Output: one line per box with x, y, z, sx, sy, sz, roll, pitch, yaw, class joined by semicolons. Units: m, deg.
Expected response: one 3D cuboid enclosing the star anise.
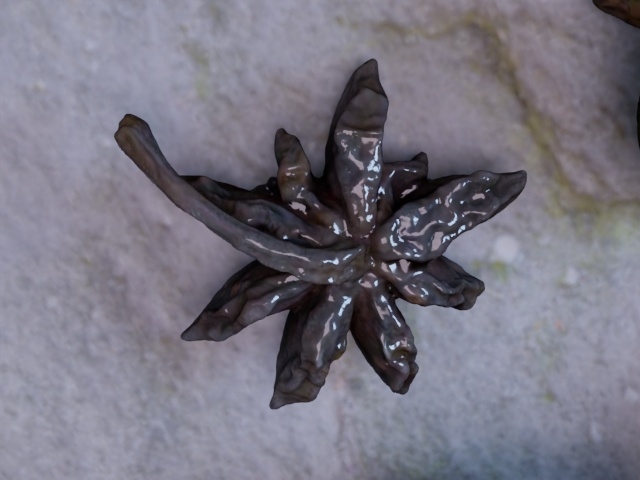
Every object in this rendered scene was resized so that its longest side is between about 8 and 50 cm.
-0.001;0.000;0.572;0.231;0.089;0.209;1;98;-15;star anise

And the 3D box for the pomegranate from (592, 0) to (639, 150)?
0.243;-0.099;0.517;0.179;0.179;0.210;-24;93;4;pomegranate
